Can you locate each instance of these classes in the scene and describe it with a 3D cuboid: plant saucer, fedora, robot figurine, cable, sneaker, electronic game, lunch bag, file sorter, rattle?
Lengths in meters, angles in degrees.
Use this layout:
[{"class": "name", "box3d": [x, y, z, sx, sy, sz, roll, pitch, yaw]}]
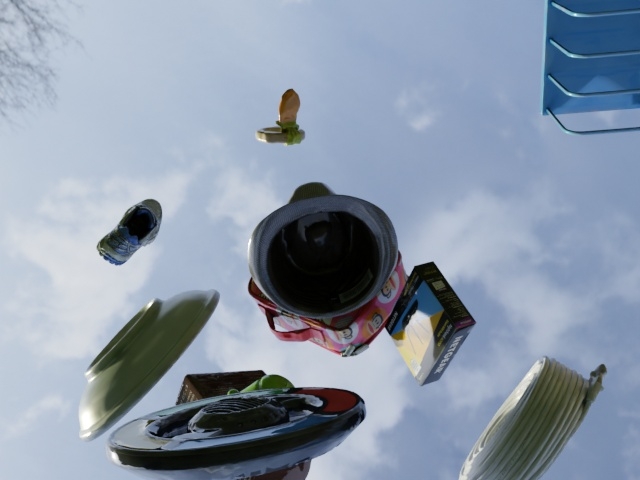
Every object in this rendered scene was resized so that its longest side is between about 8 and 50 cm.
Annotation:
[{"class": "plant saucer", "box3d": [-0.379, 0.228, 1.456, 0.100, 0.400, 0.400, 44, -116, -10]}, {"class": "fedora", "box3d": [0.000, 0.000, 1.166, 0.244, 0.275, 0.124, -16, -140, 3]}, {"class": "robot figurine", "box3d": [-0.075, 0.212, 0.870, 0.115, 0.101, 0.067, -35, -122, 10]}, {"class": "cable", "box3d": [0.315, 0.301, 1.091, 0.089, 0.257, 0.257, 37, -121, 14]}, {"class": "sneaker", "box3d": [-0.222, -0.020, 0.872, 0.058, 0.052, 0.135, -41, -165, 27]}, {"class": "electronic game", "box3d": [-0.073, 0.163, 0.624, 0.229, 0.229, 0.048, -8, -92, 7]}, {"class": "lunch bag", "box3d": [0.005, 0.099, 1.375, 0.293, 0.120, 0.258, 21, -121, 40]}, {"class": "file sorter", "box3d": [0.303, -0.205, 0.725, 0.118, 0.170, 0.104, -4, -154, 4]}, {"class": "rattle", "box3d": [-0.112, -0.313, 1.775, 0.130, 0.142, 0.199, -17, -159, -2]}]

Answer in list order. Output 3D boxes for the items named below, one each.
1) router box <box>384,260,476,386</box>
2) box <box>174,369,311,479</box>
[{"class": "router box", "box3d": [0.180, 0.142, 1.184, 0.046, 0.179, 0.133, -13, -127, -26]}, {"class": "box", "box3d": [-0.139, 0.345, 1.199, 0.167, 0.168, 0.203, 6, -160, -39]}]
